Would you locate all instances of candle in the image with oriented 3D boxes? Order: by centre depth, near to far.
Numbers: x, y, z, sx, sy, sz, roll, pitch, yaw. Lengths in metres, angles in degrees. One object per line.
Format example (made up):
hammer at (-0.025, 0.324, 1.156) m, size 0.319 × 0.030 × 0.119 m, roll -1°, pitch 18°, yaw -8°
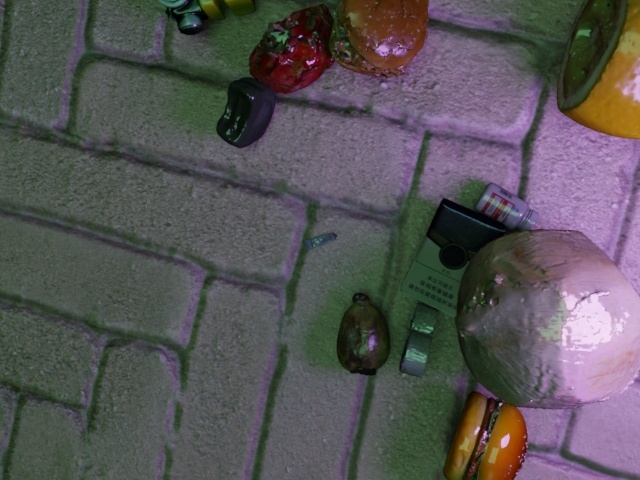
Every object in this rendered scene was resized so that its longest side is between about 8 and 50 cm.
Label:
candle at (0.240, 0.263, 1.571) m, size 0.068 × 0.192 × 0.169 m, roll 16°, pitch 141°, yaw 9°

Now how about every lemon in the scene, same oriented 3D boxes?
lemon at (0.700, -0.376, 1.324) m, size 0.364 × 0.364 × 0.365 m, roll 1°, pitch 95°, yaw 12°

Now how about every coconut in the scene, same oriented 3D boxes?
coconut at (0.459, 0.167, 1.351) m, size 0.404 × 0.404 × 0.405 m, roll 1°, pitch 95°, yaw 12°

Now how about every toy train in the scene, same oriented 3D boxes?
toy train at (-0.300, -0.752, 1.587) m, size 0.272 × 0.179 × 0.442 m, roll -9°, pitch 93°, yaw 5°

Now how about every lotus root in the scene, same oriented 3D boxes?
lotus root at (0.110, 0.239, 1.602) m, size 0.138 × 0.138 × 0.214 m, roll 3°, pitch 92°, yaw 12°

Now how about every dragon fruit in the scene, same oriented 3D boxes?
dragon fruit at (-0.071, -0.460, 1.547) m, size 0.262 × 0.211 × 0.134 m, roll -38°, pitch 79°, yaw 18°

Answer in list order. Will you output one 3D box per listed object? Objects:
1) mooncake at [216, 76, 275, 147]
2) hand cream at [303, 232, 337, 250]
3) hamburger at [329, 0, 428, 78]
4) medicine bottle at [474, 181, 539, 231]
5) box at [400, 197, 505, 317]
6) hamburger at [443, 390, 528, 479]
mooncake at (-0.194, -0.325, 1.599) m, size 0.104 × 0.168 × 0.175 m, roll 31°, pitch 85°, yaw 9°
hand cream at (0.000, 0.000, 1.659) m, size 0.093 × 0.019 × 0.030 m, roll -19°, pitch 89°, yaw 15°
hamburger at (0.132, -0.496, 1.477) m, size 0.260 × 0.211 × 0.245 m, roll -32°, pitch 96°, yaw -12°
medicine bottle at (0.451, -0.075, 1.526) m, size 0.140 × 0.079 × 0.079 m, roll 32°, pitch 100°, yaw 8°
box at (0.321, 0.043, 1.539) m, size 0.168 × 0.071 × 0.259 m, roll 25°, pitch 115°, yaw 9°
hamburger at (0.401, 0.492, 1.503) m, size 0.169 × 0.246 × 0.246 m, roll 16°, pitch 98°, yaw 19°
